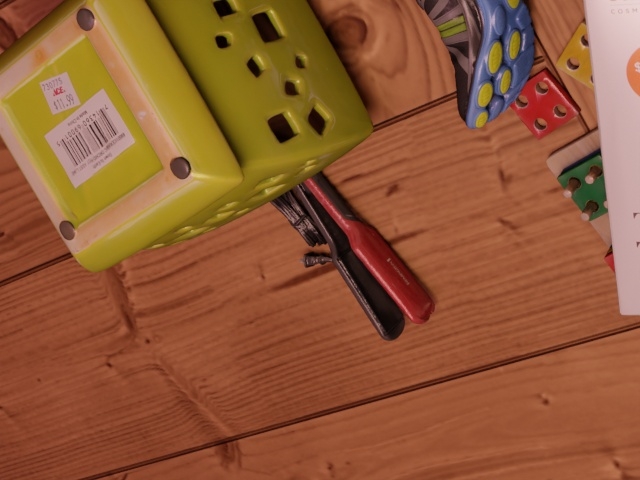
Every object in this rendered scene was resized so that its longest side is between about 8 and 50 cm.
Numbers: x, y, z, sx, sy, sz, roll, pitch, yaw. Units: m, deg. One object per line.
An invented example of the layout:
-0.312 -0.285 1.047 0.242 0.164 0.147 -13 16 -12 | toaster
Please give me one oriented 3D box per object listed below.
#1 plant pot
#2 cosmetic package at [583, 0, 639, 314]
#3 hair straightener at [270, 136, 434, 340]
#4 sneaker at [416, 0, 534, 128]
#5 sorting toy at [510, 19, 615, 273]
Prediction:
-0.132 -0.113 1.310 0.228 0.207 0.227 -29 91 38 | plant pot
0.384 -0.088 1.094 0.377 0.097 0.284 -1 117 21 | cosmetic package
0.000 0.000 1.436 0.230 0.047 0.089 48 131 -6 | hair straightener
0.118 -0.179 1.246 0.078 0.067 0.188 21 131 47 | sneaker
0.256 -0.042 1.262 0.132 0.046 0.274 -30 102 40 | sorting toy
